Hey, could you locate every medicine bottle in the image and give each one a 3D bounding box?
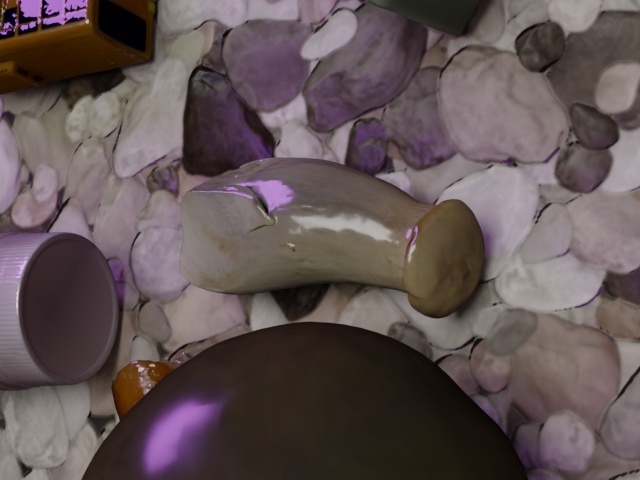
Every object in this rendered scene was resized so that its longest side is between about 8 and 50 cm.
[{"bbox_3d":[-0.302,0.061,1.274,0.249,0.133,0.133,-2,76,32],"label":"medicine bottle"}]

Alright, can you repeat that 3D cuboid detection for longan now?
[{"bbox_3d":[-0.016,0.211,0.969,0.319,0.319,0.319,-9,73,30],"label":"longan"}]

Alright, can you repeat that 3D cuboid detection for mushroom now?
[{"bbox_3d":[0.000,-0.008,1.124,0.247,0.096,0.108,6,55,30],"label":"mushroom"}]

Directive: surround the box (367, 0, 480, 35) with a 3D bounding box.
[{"bbox_3d":[0.043,-0.254,1.131,0.210,0.148,0.129,39,107,35],"label":"box"}]

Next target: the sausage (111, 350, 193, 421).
[{"bbox_3d":[-0.115,0.225,1.145,0.103,0.076,0.302,-14,69,37],"label":"sausage"}]

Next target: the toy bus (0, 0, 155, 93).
[{"bbox_3d":[-0.248,-0.193,1.326,0.201,0.098,0.114,-8,73,29],"label":"toy bus"}]
